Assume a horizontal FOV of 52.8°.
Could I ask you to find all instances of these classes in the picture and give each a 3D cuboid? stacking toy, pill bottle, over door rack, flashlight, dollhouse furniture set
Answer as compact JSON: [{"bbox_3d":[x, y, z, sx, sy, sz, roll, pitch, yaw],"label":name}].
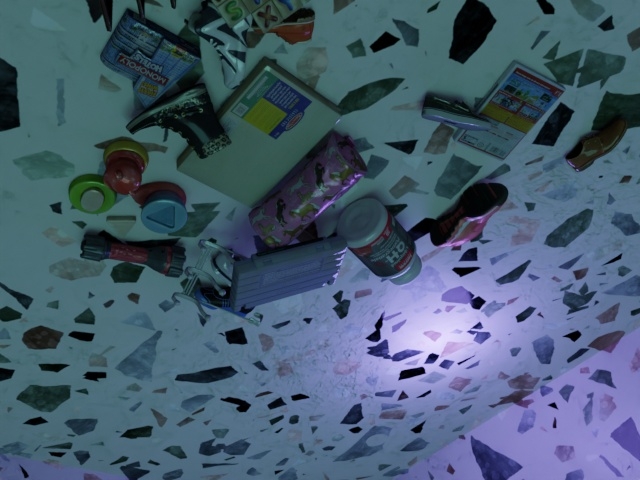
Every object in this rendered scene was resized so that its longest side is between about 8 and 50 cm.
[{"bbox_3d":[-0.546,-0.097,1.823,0.280,0.130,0.309,-29,134,15],"label":"stacking toy"},{"bbox_3d":[0.203,0.016,2.098,0.176,0.176,0.318,-31,134,17],"label":"pill bottle"},{"bbox_3d":[-0.277,0.150,2.056,0.324,0.108,0.239,19,116,-26],"label":"over door rack"},{"bbox_3d":[-0.572,0.044,1.981,0.304,0.103,0.103,11,132,-25],"label":"flashlight"},{"bbox_3d":[0.000,0.000,2.137,0.151,0.123,0.144,-30,149,-36],"label":"dollhouse furniture set"}]

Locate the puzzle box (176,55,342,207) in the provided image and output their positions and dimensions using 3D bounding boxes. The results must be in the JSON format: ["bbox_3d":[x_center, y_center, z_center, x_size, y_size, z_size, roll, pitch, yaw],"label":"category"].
[{"bbox_3d":[-0.171,-0.282,1.785,0.272,0.052,0.409,28,122,-35],"label":"puzzle box"}]

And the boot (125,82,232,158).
[{"bbox_3d":[-0.364,-0.281,1.669,0.236,0.085,0.178,-25,111,9],"label":"boot"}]

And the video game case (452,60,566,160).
[{"bbox_3d":[0.552,-0.372,1.898,0.204,0.025,0.285,16,129,-28],"label":"video game case"}]

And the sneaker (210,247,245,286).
[{"bbox_3d":[-0.261,0.115,2.151,0.095,0.090,0.235,-37,134,10],"label":"sneaker"}]

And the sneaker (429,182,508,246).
[{"bbox_3d":[0.508,-0.083,2.144,0.136,0.116,0.314,13,138,-39],"label":"sneaker"}]

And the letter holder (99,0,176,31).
[{"bbox_3d":[-0.384,-0.599,1.287,0.152,0.214,0.301,-7,136,-7],"label":"letter holder"}]

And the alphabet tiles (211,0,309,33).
[{"bbox_3d":[-0.145,-0.637,1.397,0.285,0.011,0.342,-34,128,3],"label":"alphabet tiles"}]

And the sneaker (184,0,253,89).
[{"bbox_3d":[-0.250,-0.478,1.534,0.153,0.094,0.235,3,134,-16],"label":"sneaker"}]

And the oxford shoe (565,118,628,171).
[{"bbox_3d":[0.861,-0.305,2.016,0.076,0.076,0.212,30,121,-24],"label":"oxford shoe"}]

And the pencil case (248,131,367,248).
[{"bbox_3d":[-0.037,-0.140,1.880,0.386,0.167,0.160,-41,153,25],"label":"pencil case"}]

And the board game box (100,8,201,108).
[{"bbox_3d":[-0.424,-0.426,1.567,0.194,0.060,0.194,22,125,-32],"label":"board game box"}]

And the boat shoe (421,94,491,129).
[{"bbox_3d":[0.392,-0.362,1.825,0.219,0.078,0.070,11,88,-19],"label":"boat shoe"}]

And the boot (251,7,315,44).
[{"bbox_3d":[-0.091,-0.510,1.570,0.158,0.059,0.084,-7,141,-9],"label":"boot"}]

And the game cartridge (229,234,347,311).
[{"bbox_3d":[-0.101,0.097,1.979,0.355,0.068,0.230,-14,143,-22],"label":"game cartridge"}]

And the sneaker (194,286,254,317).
[{"bbox_3d":[-0.320,0.194,2.223,0.232,0.081,0.090,23,123,-41],"label":"sneaker"}]
